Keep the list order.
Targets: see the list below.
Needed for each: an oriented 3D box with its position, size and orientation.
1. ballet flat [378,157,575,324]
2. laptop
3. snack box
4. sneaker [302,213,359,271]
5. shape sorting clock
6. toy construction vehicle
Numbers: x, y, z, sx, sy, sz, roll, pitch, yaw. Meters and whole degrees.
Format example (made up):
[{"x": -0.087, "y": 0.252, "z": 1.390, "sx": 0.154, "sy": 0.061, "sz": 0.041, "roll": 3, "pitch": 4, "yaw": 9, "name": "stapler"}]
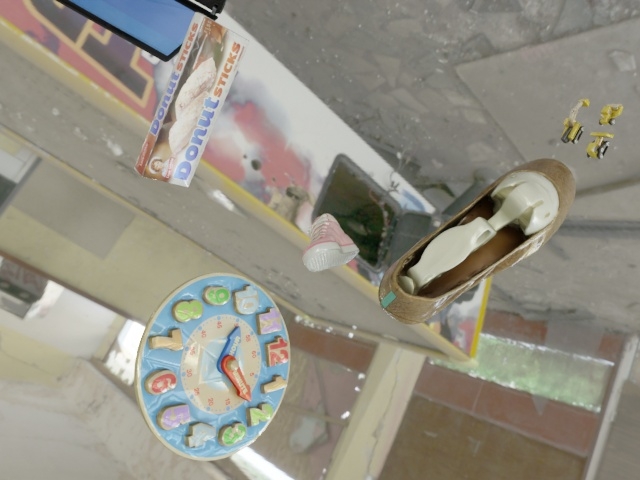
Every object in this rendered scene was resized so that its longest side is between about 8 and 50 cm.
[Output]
[{"x": 0.221, "y": -0.013, "z": 0.696, "sx": 0.116, "sy": 0.342, "sz": 0.124, "roll": 55, "pitch": 175, "yaw": 19, "name": "ballet flat"}, {"x": -0.270, "y": -0.462, "z": 0.838, "sx": 0.234, "sy": 0.264, "sz": 0.136, "roll": 30, "pitch": -161, "yaw": 1, "name": "laptop"}, {"x": -0.140, "y": -0.147, "z": 0.563, "sx": 0.022, "sy": 0.178, "sz": 0.064, "roll": 35, "pitch": -165, "yaw": 34, "name": "snack box"}, {"x": 0.000, "y": 0.000, "z": 0.695, "sx": 0.070, "sy": 0.051, "sz": 0.134, "roll": 54, "pitch": -160, "yaw": 15, "name": "sneaker"}, {"x": -0.110, "y": 0.139, "z": 0.586, "sx": 0.040, "sy": 0.206, "sz": 0.206, "roll": -7, "pitch": 145, "yaw": 40, "name": "shape sorting clock"}, {"x": 0.447, "y": -0.190, "z": 0.862, "sx": 0.035, "sy": 0.098, "sz": 0.086, "roll": 26, "pitch": -177, "yaw": -30, "name": "toy construction vehicle"}]
